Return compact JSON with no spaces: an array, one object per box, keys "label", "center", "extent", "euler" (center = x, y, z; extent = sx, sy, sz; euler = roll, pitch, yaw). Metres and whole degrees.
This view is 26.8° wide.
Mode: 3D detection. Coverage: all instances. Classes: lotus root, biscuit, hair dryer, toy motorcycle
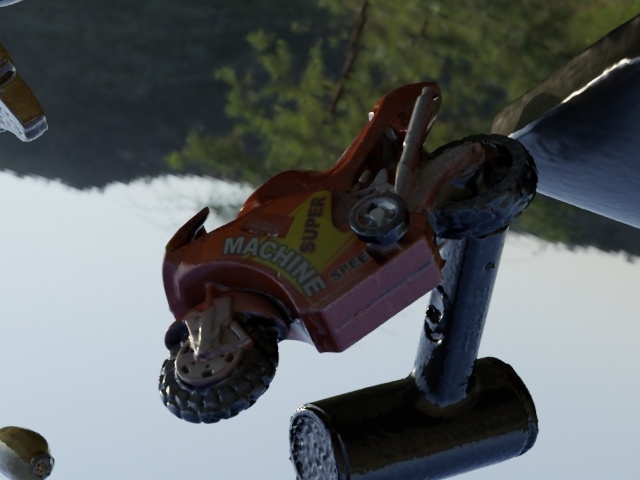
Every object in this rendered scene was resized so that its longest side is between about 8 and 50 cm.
[{"label":"lotus root","center":[-0.370,0.267,1.668],"extent":[0.062,0.073,0.150],"euler":[-21,-163,-33]},{"label":"biscuit","center":[-0.297,-0.175,1.064],"extent":[0.166,0.036,0.225],"euler":[20,149,56]},{"label":"hair dryer","center":[0.087,0.082,1.017],"extent":[0.197,0.251,0.089],"euler":[-10,-143,-31]},{"label":"toy motorcycle","center":[0.001,0.002,0.904],"extent":[0.171,0.298,0.089],"euler":[39,160,53]}]

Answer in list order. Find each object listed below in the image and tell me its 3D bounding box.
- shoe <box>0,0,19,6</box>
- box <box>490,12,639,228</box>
[{"label":"shoe","center":[-0.260,-0.386,1.210],"extent":[0.171,0.384,0.237],"euler":[-3,177,23]},{"label":"box","center":[0.287,-0.055,0.915],"extent":[0.290,0.073,0.289],"euler":[18,165,-11]}]
